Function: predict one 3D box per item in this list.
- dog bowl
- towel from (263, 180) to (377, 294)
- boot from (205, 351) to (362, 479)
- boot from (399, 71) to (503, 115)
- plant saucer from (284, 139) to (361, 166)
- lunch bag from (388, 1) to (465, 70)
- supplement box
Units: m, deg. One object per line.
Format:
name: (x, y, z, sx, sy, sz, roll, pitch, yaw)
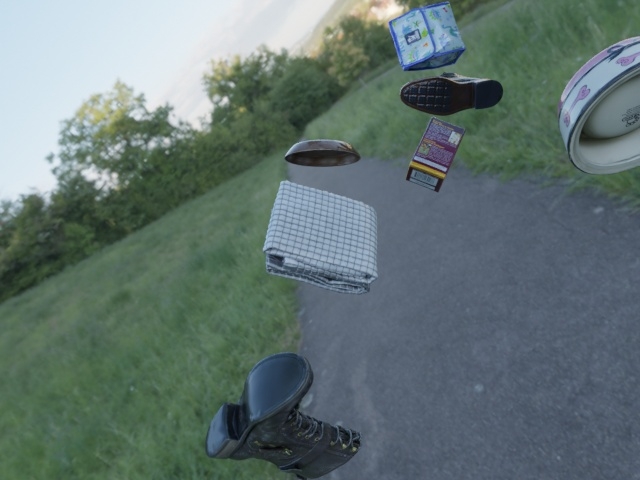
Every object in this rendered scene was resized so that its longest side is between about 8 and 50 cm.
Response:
dog bowl: (0.862, -0.382, 1.470, 0.408, 0.408, 0.150, -37, 46, 26)
towel: (0.000, 0.000, 1.329, 0.121, 0.284, 0.234, 117, 163, -51)
boot: (-0.026, 0.283, 0.810, 0.263, 0.229, 0.091, -46, 32, 30)
boot: (0.266, -0.317, 1.128, 0.220, 0.082, 0.106, -2, 23, -9)
plant saucer: (0.005, -0.192, 1.157, 0.168, 0.169, 0.029, -10, 79, 63)
lunch bag: (0.248, -0.479, 1.249, 0.151, 0.128, 0.096, -15, -7, -7)
supplement box: (0.325, -0.244, 1.486, 0.080, 0.104, 0.188, 95, -159, -63)
